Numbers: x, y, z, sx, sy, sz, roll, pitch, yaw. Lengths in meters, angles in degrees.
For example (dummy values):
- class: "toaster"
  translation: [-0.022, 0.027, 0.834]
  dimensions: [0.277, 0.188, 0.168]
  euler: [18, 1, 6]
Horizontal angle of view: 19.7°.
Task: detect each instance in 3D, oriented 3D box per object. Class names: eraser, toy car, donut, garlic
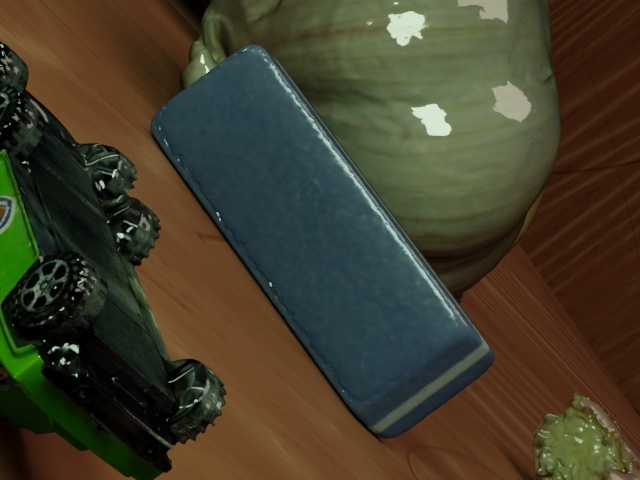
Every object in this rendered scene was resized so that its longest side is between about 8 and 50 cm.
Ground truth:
- class: "eraser"
  translation: [0.000, 0.000, 1.023]
  dimensions: [0.225, 0.082, 0.036]
  euler: [53, 6, 10]
- class: "toy car"
  translation: [-0.086, 0.009, 0.550]
  dimensions: [0.071, 0.062, 0.165]
  euler: [45, 10, -39]
- class: "donut"
  translation: [0.235, 0.227, 1.367]
  dimensions: [0.199, 0.085, 0.233]
  euler: [50, 8, -11]
- class: "garlic"
  translation: [0.045, -0.109, 1.199]
  dimensions: [0.322, 0.241, 0.322]
  euler: [3, 90, -76]

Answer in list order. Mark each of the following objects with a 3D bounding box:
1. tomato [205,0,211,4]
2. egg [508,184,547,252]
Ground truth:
- class: "tomato"
  translation: [-0.058, -0.259, 1.557]
  dimensions: [0.338, 0.144, 0.338]
  euler: [42, 4, -4]
- class: "egg"
  translation: [0.080, -0.081, 1.435]
  dimensions: [0.201, 0.201, 0.244]
  euler: [42, 23, -53]
